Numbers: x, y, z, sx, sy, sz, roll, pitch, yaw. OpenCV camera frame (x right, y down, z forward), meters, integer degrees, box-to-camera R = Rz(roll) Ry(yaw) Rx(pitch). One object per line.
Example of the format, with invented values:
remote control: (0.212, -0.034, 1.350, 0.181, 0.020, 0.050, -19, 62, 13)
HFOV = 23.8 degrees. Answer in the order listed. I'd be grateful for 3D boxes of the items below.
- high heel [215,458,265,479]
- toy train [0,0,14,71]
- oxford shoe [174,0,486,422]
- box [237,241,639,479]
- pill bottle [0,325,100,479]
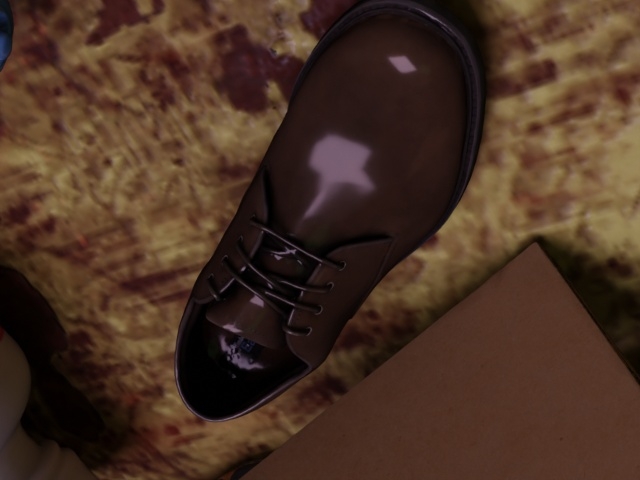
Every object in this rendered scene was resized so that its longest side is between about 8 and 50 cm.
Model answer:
high heel: (-0.033, 0.192, 0.720, 0.261, 0.186, 0.093, -27, 111, 38)
toy train: (-0.177, -0.097, 0.573, 0.080, 0.184, 0.105, 16, 120, 14)
oxford shoe: (0.000, 0.000, 0.618, 0.082, 0.096, 0.227, 30, 131, 4)
box: (0.047, 0.115, 0.598, 0.201, 0.164, 0.021, -40, 134, 11)
pill bottle: (-0.256, 0.068, 0.738, 0.318, 0.176, 0.176, 46, 131, -13)
